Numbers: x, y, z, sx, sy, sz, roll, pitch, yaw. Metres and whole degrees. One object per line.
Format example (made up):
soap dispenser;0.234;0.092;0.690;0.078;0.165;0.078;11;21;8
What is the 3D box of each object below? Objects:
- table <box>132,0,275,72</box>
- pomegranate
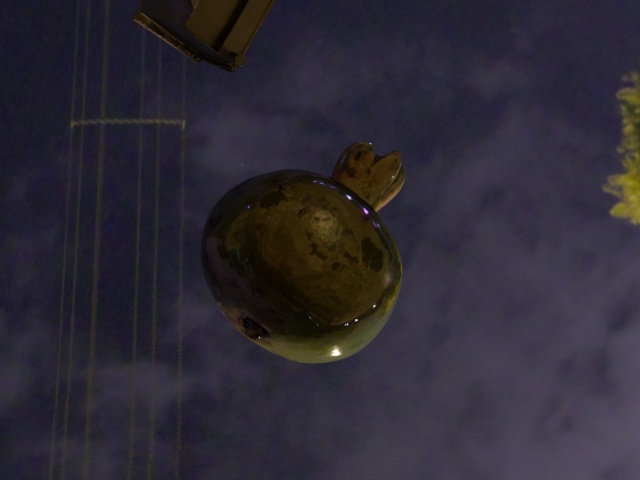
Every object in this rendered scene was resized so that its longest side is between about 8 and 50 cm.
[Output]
table;-0.081;-0.181;0.669;0.070;0.082;0.083;30;-89;-41
pomegranate;0.003;0.015;0.777;0.210;0.179;0.179;-22;-99;-23
